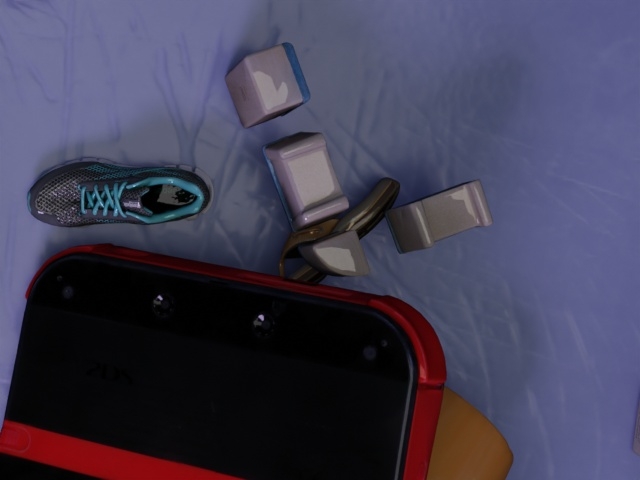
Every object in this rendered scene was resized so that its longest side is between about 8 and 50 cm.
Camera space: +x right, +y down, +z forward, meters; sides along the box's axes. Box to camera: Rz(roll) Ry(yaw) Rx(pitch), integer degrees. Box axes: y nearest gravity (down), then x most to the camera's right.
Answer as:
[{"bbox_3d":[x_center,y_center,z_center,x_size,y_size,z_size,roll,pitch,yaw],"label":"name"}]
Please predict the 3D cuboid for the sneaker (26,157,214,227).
[{"bbox_3d":[-0.174,-0.041,1.245,0.166,0.076,0.065,-5,98,-11],"label":"sneaker"}]

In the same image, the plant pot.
[{"bbox_3d":[0.069,0.231,1.281,0.205,0.205,0.188,45,72,-13],"label":"plant pot"}]

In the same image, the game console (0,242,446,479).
[{"bbox_3d":[-0.101,0.191,1.189,0.386,0.060,0.342,10,90,22],"label":"game console"}]

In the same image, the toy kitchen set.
[{"bbox_3d":[0.034,-0.082,1.249,0.166,0.122,0.207,-21,93,-12],"label":"toy kitchen set"}]

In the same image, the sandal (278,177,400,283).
[{"bbox_3d":[0.000,0.000,1.294,0.049,0.072,0.180,43,77,8],"label":"sandal"}]

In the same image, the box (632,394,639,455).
[{"bbox_3d":[0.389,0.178,1.287,0.094,0.275,0.113,6,96,-14],"label":"box"}]
